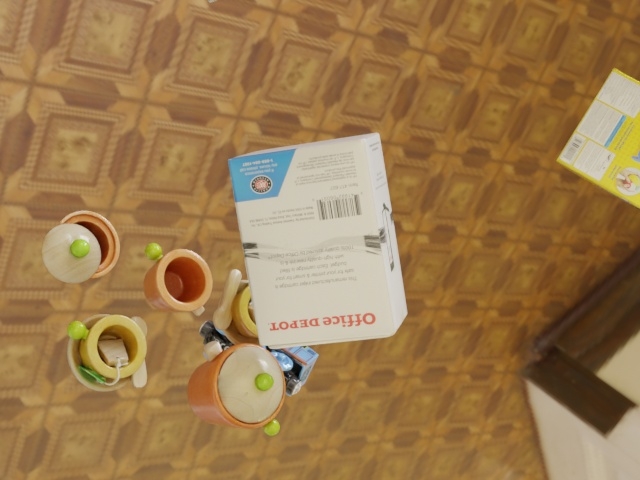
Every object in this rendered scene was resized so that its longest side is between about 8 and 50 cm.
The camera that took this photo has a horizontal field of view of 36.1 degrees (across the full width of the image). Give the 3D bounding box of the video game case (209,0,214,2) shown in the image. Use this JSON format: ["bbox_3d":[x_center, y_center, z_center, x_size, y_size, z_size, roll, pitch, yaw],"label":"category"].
[{"bbox_3d":[-0.227,-0.572,1.864,0.022,0.173,0.190,-25,87,-20],"label":"video game case"}]

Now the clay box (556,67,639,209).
[{"bbox_3d":[0.404,-0.089,1.135,0.127,0.222,0.053,-59,165,8],"label":"clay box"}]

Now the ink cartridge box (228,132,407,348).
[{"bbox_3d":[0.000,0.000,1.028,0.086,0.148,0.203,-37,119,-72],"label":"ink cartridge box"}]

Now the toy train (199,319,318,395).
[{"bbox_3d":[-0.098,0.173,1.515,0.105,0.184,0.080,-29,146,-62],"label":"toy train"}]

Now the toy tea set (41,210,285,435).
[{"bbox_3d":[-0.157,0.087,1.085,0.336,0.124,0.200,23,64,-30],"label":"toy tea set"}]
